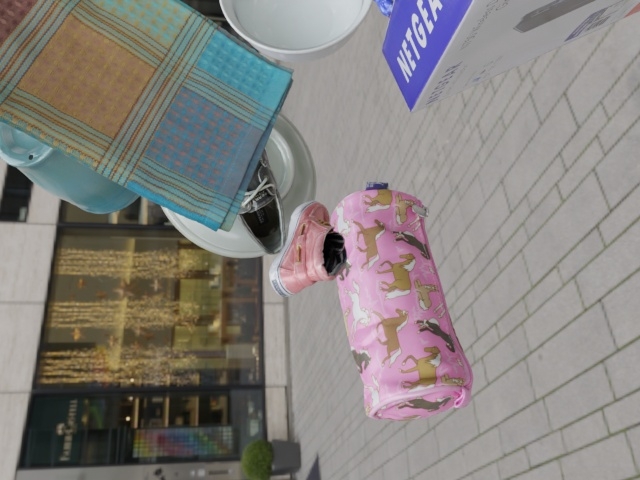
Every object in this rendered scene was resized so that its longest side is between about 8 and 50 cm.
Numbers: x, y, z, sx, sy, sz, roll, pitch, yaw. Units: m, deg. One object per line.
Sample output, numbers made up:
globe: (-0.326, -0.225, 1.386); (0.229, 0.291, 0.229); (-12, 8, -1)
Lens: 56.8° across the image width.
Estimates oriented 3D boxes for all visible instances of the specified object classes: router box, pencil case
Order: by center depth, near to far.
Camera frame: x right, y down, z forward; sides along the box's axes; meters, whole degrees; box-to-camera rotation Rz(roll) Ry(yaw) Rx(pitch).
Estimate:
router box: (0.216, -0.242, 0.492); (0.335, 0.301, 0.082); (52, -167, -88)
pencil case: (0.122, 0.096, 0.955); (0.167, 0.160, 0.385); (128, 141, -48)

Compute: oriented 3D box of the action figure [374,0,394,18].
action figure: (0.081, -0.460, 1.003); (0.139, 0.280, 0.091); (-51, -8, -48)

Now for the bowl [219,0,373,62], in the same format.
bowl: (-0.040, -0.461, 1.162); (0.134, 0.298, 0.297); (75, -167, -73)

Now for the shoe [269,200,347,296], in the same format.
shoe: (0.000, 0.000, 0.768); (0.063, 0.081, 0.178); (56, -147, -25)

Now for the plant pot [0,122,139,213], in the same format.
plant pot: (-0.539, -0.213, 1.281); (0.255, 0.272, 0.271); (26, -117, -71)

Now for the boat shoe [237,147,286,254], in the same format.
boat shoe: (-0.127, -0.104, 1.144); (0.119, 0.121, 0.335); (51, 169, 40)

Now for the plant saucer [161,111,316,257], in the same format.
plant saucer: (-0.171, -0.163, 1.339); (0.101, 0.401, 0.400); (-23, 65, 59)

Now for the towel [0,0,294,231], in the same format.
towel: (-0.225, -0.200, 0.719); (0.040, 0.370, 0.271); (-28, 38, 56)
